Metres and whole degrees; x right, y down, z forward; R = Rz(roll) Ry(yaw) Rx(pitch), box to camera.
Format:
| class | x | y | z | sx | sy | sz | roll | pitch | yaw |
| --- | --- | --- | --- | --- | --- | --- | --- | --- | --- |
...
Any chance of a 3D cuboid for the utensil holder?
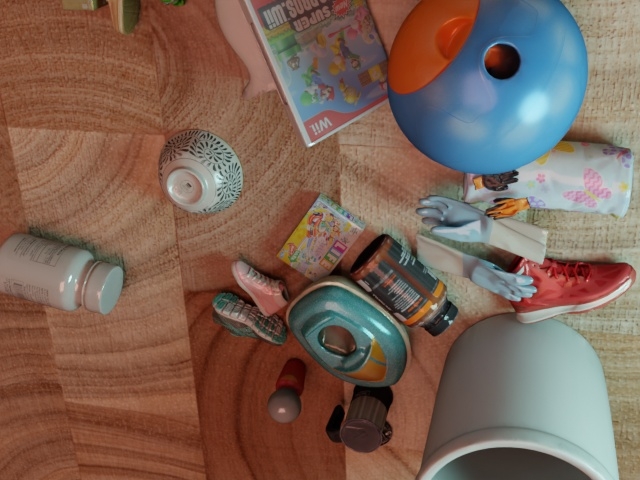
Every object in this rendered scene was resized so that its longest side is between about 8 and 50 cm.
| class | x | y | z | sx | sy | sz | roll | pitch | yaw |
| --- | --- | --- | --- | --- | --- | --- | --- | --- | --- |
| utensil holder | 0.343 | 0.351 | 1.419 | 0.328 | 0.385 | 0.327 | 6 | 117 | 13 |

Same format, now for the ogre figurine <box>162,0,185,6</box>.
| class | x | y | z | sx | sy | sz | roll | pitch | yaw |
| --- | --- | --- | --- | --- | --- | --- | --- | --- | --- |
| ogre figurine | -0.266 | -0.473 | 1.323 | 0.097 | 0.118 | 0.197 | 18 | 119 | 6 |

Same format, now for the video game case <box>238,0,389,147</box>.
| class | x | y | z | sx | sy | sz | roll | pitch | yaw |
| --- | --- | --- | --- | --- | --- | --- | --- | --- | --- |
| video game case | -0.001 | -0.318 | 1.300 | 0.025 | 0.204 | 0.285 | 12 | 130 | 58 |

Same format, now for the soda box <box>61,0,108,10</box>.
| class | x | y | z | sx | sy | sz | roll | pitch | yaw |
| --- | --- | --- | --- | --- | --- | --- | --- | --- | --- |
| soda box | -0.409 | -0.485 | 1.391 | 0.061 | 0.058 | 0.181 | 6 | 118 | 13 |

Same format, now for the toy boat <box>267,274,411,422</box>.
| class | x | y | z | sx | sy | sz | roll | pitch | yaw |
| --- | --- | --- | --- | --- | --- | --- | --- | --- | --- |
| toy boat | 0.018 | 0.228 | 1.576 | 0.267 | 0.148 | 0.318 | 39 | 122 | -14 |

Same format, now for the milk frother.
| class | x | y | z | sx | sy | sz | roll | pitch | yaw |
| --- | --- | --- | --- | --- | --- | --- | --- | --- | --- |
| milk frother | 0.097 | 0.377 | 1.644 | 0.129 | 0.135 | 0.143 | -38 | 102 | 29 |

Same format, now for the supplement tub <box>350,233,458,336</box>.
| class | x | y | z | sx | sy | sz | roll | pitch | yaw |
| --- | --- | --- | --- | --- | --- | --- | --- | --- | --- |
| supplement tub | 0.156 | 0.087 | 1.497 | 0.198 | 0.106 | 0.106 | 42 | 119 | -7 |

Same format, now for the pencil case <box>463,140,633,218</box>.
| class | x | y | z | sx | sy | sz | roll | pitch | yaw |
| --- | --- | --- | --- | --- | --- | --- | --- | --- | --- |
| pencil case | 0.365 | -0.102 | 1.339 | 0.273 | 0.113 | 0.124 | 5 | 129 | 13 |

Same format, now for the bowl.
| class | x | y | z | sx | sy | sz | roll | pitch | yaw |
| --- | --- | --- | --- | --- | --- | --- | --- | --- | --- |
| bowl | -0.235 | -0.112 | 1.520 | 0.170 | 0.080 | 0.170 | 6 | 117 | 13 |

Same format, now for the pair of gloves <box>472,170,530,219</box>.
| class | x | y | z | sx | sy | sz | roll | pitch | yaw |
| --- | --- | --- | --- | --- | --- | --- | --- | --- | --- |
| pair of gloves | 0.286 | -0.074 | 1.302 | 0.074 | 0.010 | 0.083 | -17 | 106 | 22 |

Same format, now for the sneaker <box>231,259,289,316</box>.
| class | x | y | z | sx | sy | sz | roll | pitch | yaw |
| --- | --- | --- | --- | --- | --- | --- | --- | --- | --- |
| sneaker | -0.111 | 0.082 | 1.602 | 0.070 | 0.051 | 0.134 | -27 | 110 | 24 |

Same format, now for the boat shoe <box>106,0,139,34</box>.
| class | x | y | z | sx | sy | sz | roll | pitch | yaw |
| --- | --- | --- | --- | --- | --- | --- | --- | --- | --- |
| boat shoe | -0.348 | -0.437 | 1.400 | 0.059 | 0.063 | 0.170 | 7 | 108 | 15 |

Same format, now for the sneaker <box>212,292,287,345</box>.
| class | x | y | z | sx | sy | sz | roll | pitch | yaw |
| --- | --- | --- | --- | --- | --- | --- | --- | --- | --- |
| sneaker | -0.145 | 0.168 | 1.658 | 0.166 | 0.065 | 0.076 | 30 | 136 | 3 |

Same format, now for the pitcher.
| class | x | y | z | sx | sy | sz | roll | pitch | yaw |
| --- | --- | --- | --- | --- | --- | --- | --- | --- | --- |
| pitcher | -0.071 | -0.342 | 1.337 | 0.178 | 0.125 | 0.207 | -5 | 124 | 15 |

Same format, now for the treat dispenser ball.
| class | x | y | z | sx | sy | sz | roll | pitch | yaw |
| --- | --- | --- | --- | --- | --- | --- | --- | --- | --- |
| treat dispenser ball | 0.240 | -0.240 | 1.202 | 0.288 | 0.288 | 0.288 | 6 | 118 | 12 |

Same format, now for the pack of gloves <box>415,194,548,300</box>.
| class | x | y | z | sx | sy | sz | roll | pitch | yaw |
| --- | --- | --- | --- | --- | --- | --- | --- | --- | --- |
| pack of gloves | 0.258 | 0.024 | 1.399 | 0.232 | 0.046 | 0.195 | 21 | 142 | 24 |

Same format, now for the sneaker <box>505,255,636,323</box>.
| class | x | y | z | sx | sy | sz | roll | pitch | yaw |
| --- | --- | --- | --- | --- | --- | --- | --- | --- | --- |
| sneaker | 0.417 | 0.059 | 1.422 | 0.221 | 0.087 | 0.128 | -25 | 109 | 24 |

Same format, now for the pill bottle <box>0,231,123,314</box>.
| class | x | y | z | sx | sy | sz | roll | pitch | yaw |
| --- | --- | --- | --- | --- | --- | --- | --- | --- | --- |
| pill bottle | -0.525 | 0.072 | 1.664 | 0.229 | 0.131 | 0.131 | 14 | 119 | 8 |

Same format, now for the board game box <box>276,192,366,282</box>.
| class | x | y | z | sx | sy | sz | roll | pitch | yaw |
| --- | --- | --- | --- | --- | --- | --- | --- | --- | --- |
| board game box | 0.000 | 0.000 | 1.541 | 0.103 | 0.026 | 0.154 | 34 | 120 | -4 |
